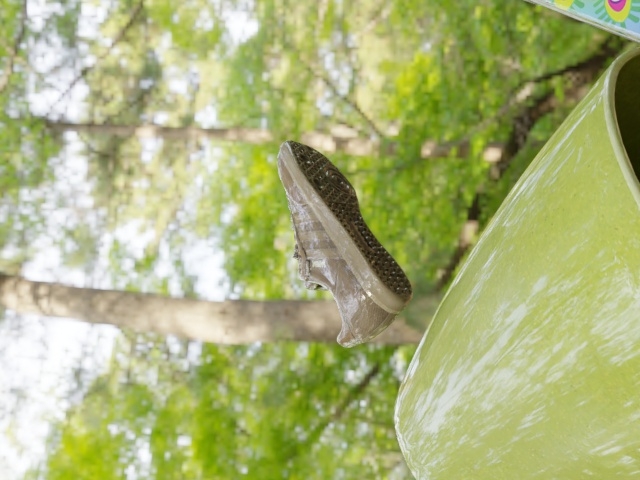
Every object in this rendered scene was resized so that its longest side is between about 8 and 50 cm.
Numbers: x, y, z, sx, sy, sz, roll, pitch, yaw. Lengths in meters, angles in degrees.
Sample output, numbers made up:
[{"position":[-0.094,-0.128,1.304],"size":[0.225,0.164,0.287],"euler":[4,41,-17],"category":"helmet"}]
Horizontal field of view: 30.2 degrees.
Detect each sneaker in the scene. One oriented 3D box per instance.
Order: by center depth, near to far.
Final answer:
[{"position":[0.000,0.000,0.935],"size":[0.066,0.071,0.188],"euler":[17,-147,-44],"category":"sneaker"}]

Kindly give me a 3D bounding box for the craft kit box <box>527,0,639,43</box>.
[{"position":[0.184,-0.199,0.506],"size":[0.061,0.246,0.250],"euler":[8,-72,-52],"category":"craft kit box"}]

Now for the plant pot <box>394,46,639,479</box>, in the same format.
[{"position":[0.188,0.072,0.784],"size":[0.293,0.274,0.275],"euler":[-45,14,37],"category":"plant pot"}]
